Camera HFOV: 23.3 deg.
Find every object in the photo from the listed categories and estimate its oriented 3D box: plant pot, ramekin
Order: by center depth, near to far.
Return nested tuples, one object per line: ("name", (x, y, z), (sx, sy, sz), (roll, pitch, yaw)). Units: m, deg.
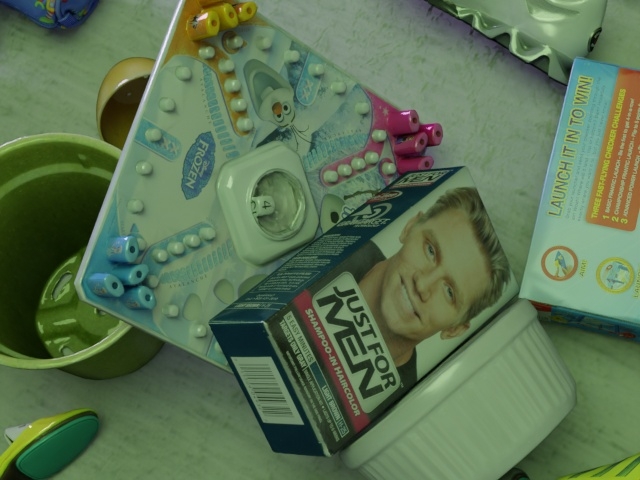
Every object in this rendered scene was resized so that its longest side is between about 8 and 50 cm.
("ramekin", (0.160, 0.195, 1.709), (0.273, 0.273, 0.127), (-39, 85, -6))
("plant pot", (-0.283, 0.047, 1.821), (0.276, 0.254, 0.276), (-3, 71, 8))
("plant pot", (-0.228, -0.180, 1.969), (0.134, 0.134, 0.095), (-28, 44, -2))

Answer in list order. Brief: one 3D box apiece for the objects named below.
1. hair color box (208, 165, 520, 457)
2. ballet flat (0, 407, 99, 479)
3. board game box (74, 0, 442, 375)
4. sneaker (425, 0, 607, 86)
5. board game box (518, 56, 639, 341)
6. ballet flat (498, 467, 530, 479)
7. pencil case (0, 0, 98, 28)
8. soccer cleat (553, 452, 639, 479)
("hair color box", (0.058, 0.072, 1.728), (0.347, 0.105, 0.174), (-38, 111, -35))
("ballet flat", (-0.368, 0.269, 1.856), (0.231, 0.077, 0.077), (-45, 55, -6))
("board game box", (-0.048, -0.042, 1.747), (0.050, 0.390, 0.390), (-4, 62, 50))
("sneaker", (0.208, -0.336, 1.937), (0.331, 0.122, 0.146), (32, 106, 9))
("board game box", (0.409, -0.032, 1.803), (0.302, 0.086, 0.308), (13, 76, 11))
("ballet flat", (0.190, 0.360, 1.754), (0.068, 0.072, 0.213), (-1, 68, 37))
("pencil case", (-0.435, -0.375, 2.060), (0.306, 0.119, 0.133), (22, 88, 14))
("soccer cleat", (0.390, 0.265, 1.753), (0.289, 0.093, 0.121), (-11, 39, 9))
